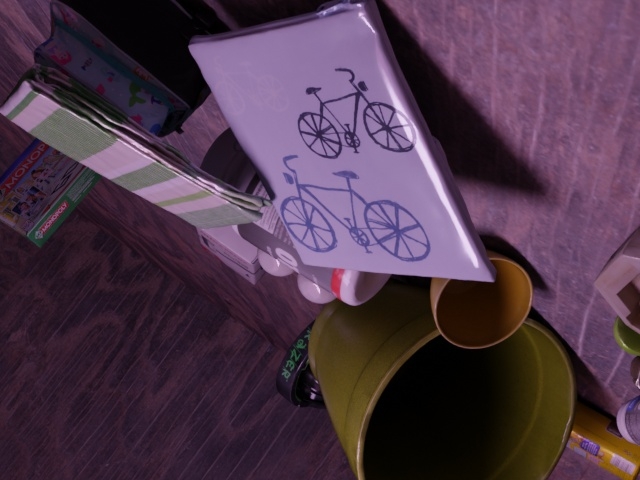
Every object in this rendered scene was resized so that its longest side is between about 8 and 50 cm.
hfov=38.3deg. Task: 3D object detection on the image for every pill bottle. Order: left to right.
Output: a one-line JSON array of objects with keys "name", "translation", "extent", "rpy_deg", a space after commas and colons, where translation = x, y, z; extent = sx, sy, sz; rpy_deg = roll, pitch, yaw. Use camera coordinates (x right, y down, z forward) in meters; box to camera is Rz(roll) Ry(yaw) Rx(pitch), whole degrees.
[{"name": "pill bottle", "translation": [-0.025, -0.044, 1.303], "extent": [0.283, 0.161, 0.161], "rpy_deg": [31, 166, 21]}, {"name": "pill bottle", "translation": [0.461, 0.245, 1.251], "extent": [0.078, 0.078, 0.137], "rpy_deg": [36, 166, 2]}]

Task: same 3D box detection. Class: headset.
[{"name": "headset", "translation": [0.055, 0.285, 2.125], "extent": [0.185, 0.243, 0.394], "rpy_deg": [36, -170, 25]}]

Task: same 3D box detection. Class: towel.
[{"name": "towel", "translation": [-0.242, -0.107, 1.172], "extent": [0.325, 0.038, 0.248], "rpy_deg": [30, 165, -23]}]

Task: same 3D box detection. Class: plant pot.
[{"name": "plant pot", "translation": [0.153, 0.223, 1.480], "extent": [0.366, 0.366, 0.353], "rpy_deg": [44, 177, -29]}, {"name": "plant pot", "translation": [0.199, 0.061, 1.218], "extent": [0.134, 0.134, 0.095], "rpy_deg": [43, -170, -28]}]

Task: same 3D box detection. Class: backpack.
[{"name": "backpack", "translation": [-0.252, -0.233, 1.205], "extent": [0.225, 0.191, 0.253], "rpy_deg": [38, 172, -13]}]

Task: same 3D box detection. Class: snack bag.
[{"name": "snack bag", "translation": [0.014, -0.101, 1.024], "extent": [0.323, 0.037, 0.342], "rpy_deg": [3, 129, 51]}]

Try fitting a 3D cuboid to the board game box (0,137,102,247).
[{"name": "board game box", "translation": [-0.521, -0.151, 1.850], "extent": [0.213, 0.317, 0.046], "rpy_deg": [25, 161, 40]}]

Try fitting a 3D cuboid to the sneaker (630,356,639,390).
[{"name": "sneaker", "translation": [0.397, 0.172, 1.086], "extent": [0.086, 0.064, 0.192], "rpy_deg": [41, -160, 32]}]

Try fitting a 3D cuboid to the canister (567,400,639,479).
[{"name": "canister", "translation": [0.467, 0.334, 1.562], "extent": [0.170, 0.073, 0.126], "rpy_deg": [29, 165, 24]}]

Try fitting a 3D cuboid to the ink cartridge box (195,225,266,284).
[{"name": "ink cartridge box", "translation": [-0.181, 0.001, 2.015], "extent": [0.159, 0.092, 0.218], "rpy_deg": [35, 165, 6]}]

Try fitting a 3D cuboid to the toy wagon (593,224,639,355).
[{"name": "toy wagon", "translation": [0.432, 0.110, 0.884], "extent": [0.344, 0.068, 0.267], "rpy_deg": [33, 167, 11]}]

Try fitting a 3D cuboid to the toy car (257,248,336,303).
[{"name": "toy car", "translation": [0.000, 0.000, 1.497], "extent": [0.182, 0.159, 0.136], "rpy_deg": [34, 130, 12]}]
